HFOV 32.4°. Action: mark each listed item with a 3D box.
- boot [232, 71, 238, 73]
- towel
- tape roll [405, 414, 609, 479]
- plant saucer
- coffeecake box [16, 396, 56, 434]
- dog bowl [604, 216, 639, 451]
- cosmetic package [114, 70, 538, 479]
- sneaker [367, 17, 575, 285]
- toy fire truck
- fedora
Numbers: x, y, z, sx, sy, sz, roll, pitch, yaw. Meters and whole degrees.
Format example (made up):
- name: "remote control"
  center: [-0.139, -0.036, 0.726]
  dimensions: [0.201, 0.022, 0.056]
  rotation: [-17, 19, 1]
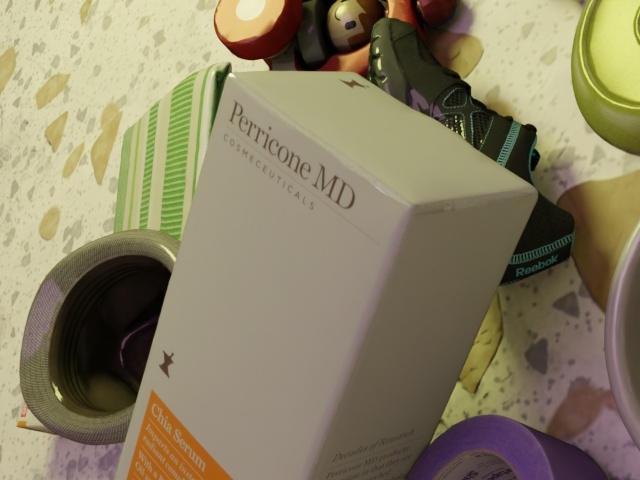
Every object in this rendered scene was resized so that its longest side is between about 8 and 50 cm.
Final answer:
- name: "boot"
  center: [-0.122, -0.144, 1.400]
  dimensions: [0.158, 0.084, 0.059]
  rotation: [-52, 44, 19]
- name: "towel"
  center: [-0.196, -0.071, 1.403]
  dimensions: [0.325, 0.038, 0.248]
  rotation: [-24, 60, 59]
- name: "tape roll"
  center: [0.146, 0.244, 0.902]
  dimensions: [0.189, 0.080, 0.189]
  rotation: [-36, 40, 37]
- name: "plant saucer"
  center: [0.318, -0.193, 0.981]
  dimensions: [0.241, 0.037, 0.241]
  rotation: [-23, 57, 40]
- name: "coffeecake box"
  center: [-0.316, 0.183, 1.465]
  dimensions: [0.185, 0.068, 0.142]
  rotation: [-10, 65, 44]
- name: "dog bowl"
  center: [0.356, 0.059, 0.771]
  dimensions: [0.348, 0.102, 0.349]
  rotation: [-22, 56, 38]
- name: "cosmetic package"
  center: [-0.016, 0.103, 0.969]
  dimensions: [0.230, 0.161, 0.453]
  rotation: [38, 122, 36]
- name: "sneaker"
  center: [0.133, -0.090, 1.079]
  dimensions: [0.139, 0.125, 0.341]
  rotation: [-12, 55, -6]
- name: "toy fire truck"
  center: [0.026, -0.293, 1.268]
  dimensions: [0.253, 0.169, 0.302]
  rotation: [-15, 61, 22]
- name: "fedora"
  center: [-0.201, 0.117, 1.249]
  dimensions: [0.275, 0.124, 0.244]
  rotation: [-13, 65, 34]
